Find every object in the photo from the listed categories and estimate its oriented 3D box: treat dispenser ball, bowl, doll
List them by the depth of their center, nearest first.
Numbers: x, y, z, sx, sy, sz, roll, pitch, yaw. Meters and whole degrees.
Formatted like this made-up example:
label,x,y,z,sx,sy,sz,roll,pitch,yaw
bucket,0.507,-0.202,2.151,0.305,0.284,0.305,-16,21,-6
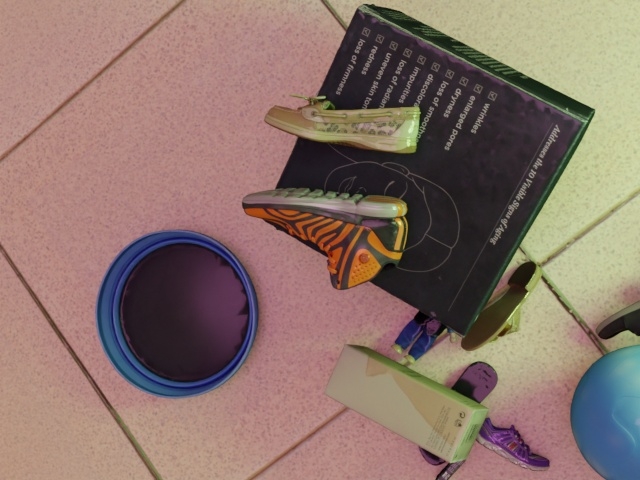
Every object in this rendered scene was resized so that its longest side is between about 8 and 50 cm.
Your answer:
label,x,y,z,sx,sy,sz,roll,pitch,yaw
treat dispenser ball,0.636,0.347,1.710,0.288,0.288,0.288,0,89,13
doll,0.243,0.184,1.926,0.129,0.046,0.189,38,91,20
bowl,-0.328,0.168,2.042,0.392,0.077,0.390,0,89,12

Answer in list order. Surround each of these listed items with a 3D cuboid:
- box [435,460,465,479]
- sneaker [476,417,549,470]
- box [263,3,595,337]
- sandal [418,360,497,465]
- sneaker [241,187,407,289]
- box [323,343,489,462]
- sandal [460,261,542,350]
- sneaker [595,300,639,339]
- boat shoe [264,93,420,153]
label,x,y,z,sx,sy,sz,roll,pitch,yaw
box,0.282,0.493,1.900,0.018,0.067,0.083,42,98,11
sneaker,0.414,0.435,1.874,0.170,0.068,0.071,28,89,13
box,0.218,-0.150,1.765,0.472,0.297,0.479,31,110,13
sandal,0.289,0.372,1.907,0.097,0.054,0.254,31,95,12
sneaker,0.000,0.000,1.656,0.321,0.124,0.180,8,104,18
box,0.180,0.340,1.856,0.311,0.148,0.121,25,91,24
sandal,0.406,0.161,1.877,0.079,0.088,0.240,42,83,-27
sneaker,0.659,0.179,1.765,0.222,0.083,0.118,-44,69,48
boat shoe,0.040,-0.222,1.610,0.285,0.104,0.089,10,102,7
